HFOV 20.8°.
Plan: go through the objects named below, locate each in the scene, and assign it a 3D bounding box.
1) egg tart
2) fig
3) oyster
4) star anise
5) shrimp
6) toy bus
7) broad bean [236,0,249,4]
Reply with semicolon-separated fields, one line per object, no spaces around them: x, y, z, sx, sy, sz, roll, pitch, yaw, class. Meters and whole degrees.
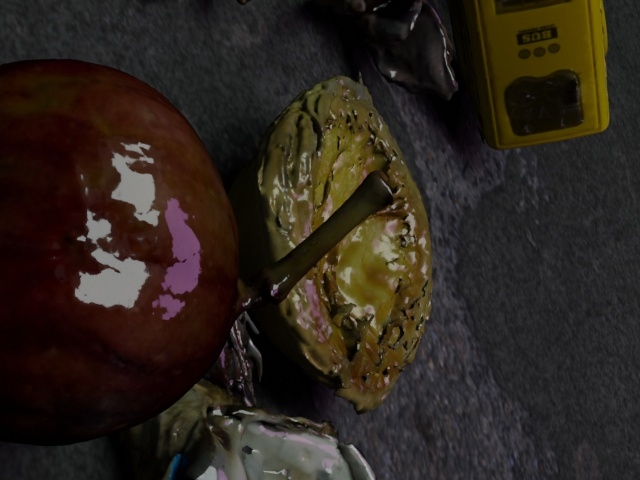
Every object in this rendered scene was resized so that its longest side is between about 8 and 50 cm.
0.000;0.000;1.231;0.232;0.098;0.252;43;43;-46;egg tart
-0.108;0.020;0.940;0.249;0.186;0.204;22;59;-37;fig
-0.039;0.205;1.055;0.214;0.083;0.223;34;51;-39;oyster
0.046;-0.204;1.426;0.231;0.089;0.209;17;46;-59;star anise
-0.072;0.059;1.115;0.165;0.056;0.065;65;25;-12;shrimp
0.169;-0.240;1.466;0.152;0.144;0.330;-94;172;-46;toy bus
-0.077;-0.264;1.309;0.070;0.048;0.214;22;51;-49;broad bean
